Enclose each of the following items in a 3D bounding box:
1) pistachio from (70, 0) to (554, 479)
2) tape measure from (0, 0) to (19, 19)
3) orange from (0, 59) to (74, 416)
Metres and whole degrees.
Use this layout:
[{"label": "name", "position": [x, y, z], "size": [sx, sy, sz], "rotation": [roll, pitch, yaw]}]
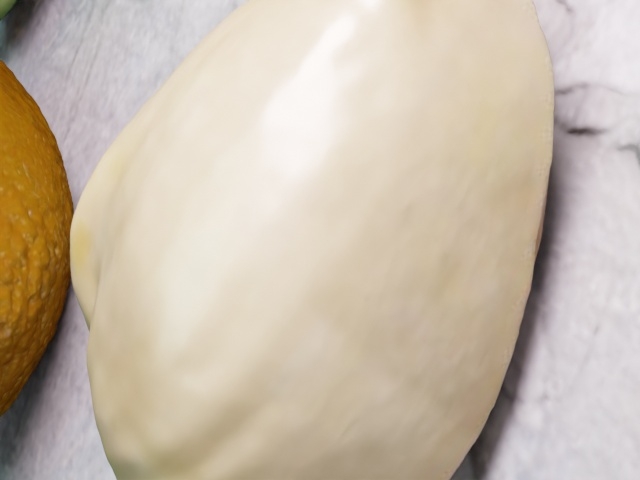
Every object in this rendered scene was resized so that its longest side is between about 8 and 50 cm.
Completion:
[{"label": "pistachio", "position": [0.000, 0.000, 0.898], "size": [0.318, 0.214, 0.193], "rotation": [-62, -8, 8]}, {"label": "tape measure", "position": [-0.246, -0.230, 1.415], "size": [0.200, 0.106, 0.175], "rotation": [-38, 35, 41]}, {"label": "orange", "position": [-0.325, -0.011, 1.268], "size": [0.322, 0.322, 0.357], "rotation": [-62, 30, 21]}]
